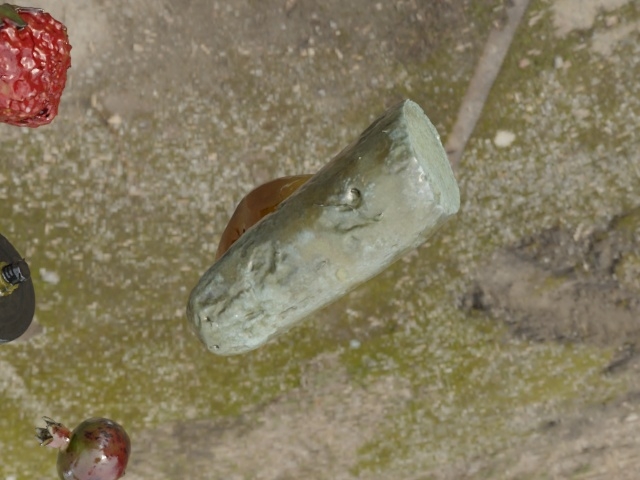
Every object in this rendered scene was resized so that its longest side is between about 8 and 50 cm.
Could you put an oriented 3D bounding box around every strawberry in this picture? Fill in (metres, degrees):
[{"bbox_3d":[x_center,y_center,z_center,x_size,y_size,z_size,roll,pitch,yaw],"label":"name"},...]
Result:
[{"bbox_3d":[-0.415,-0.205,1.216,0.190,0.111,0.236,-16,155,-4],"label":"strawberry"}]

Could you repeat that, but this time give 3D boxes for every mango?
[{"bbox_3d":[-0.041,0.019,1.188,0.136,0.166,0.236,13,122,-24],"label":"mango"}]

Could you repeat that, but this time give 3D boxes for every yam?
[{"bbox_3d":[0.000,0.000,0.928,0.330,0.133,0.133,-37,139,6],"label":"yam"}]

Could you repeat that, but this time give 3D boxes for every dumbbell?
[{"bbox_3d":[-0.591,0.102,1.342,0.388,0.185,0.185,-20,143,18],"label":"dumbbell"}]

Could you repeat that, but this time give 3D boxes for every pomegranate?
[{"bbox_3d":[-0.383,0.340,1.489,0.129,0.129,0.159,-19,120,14],"label":"pomegranate"}]
